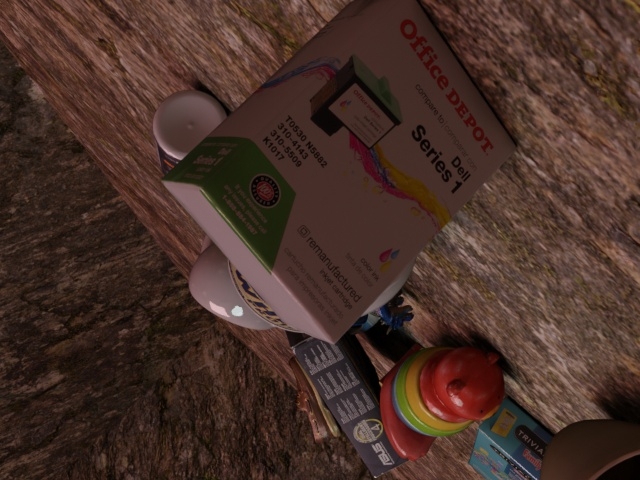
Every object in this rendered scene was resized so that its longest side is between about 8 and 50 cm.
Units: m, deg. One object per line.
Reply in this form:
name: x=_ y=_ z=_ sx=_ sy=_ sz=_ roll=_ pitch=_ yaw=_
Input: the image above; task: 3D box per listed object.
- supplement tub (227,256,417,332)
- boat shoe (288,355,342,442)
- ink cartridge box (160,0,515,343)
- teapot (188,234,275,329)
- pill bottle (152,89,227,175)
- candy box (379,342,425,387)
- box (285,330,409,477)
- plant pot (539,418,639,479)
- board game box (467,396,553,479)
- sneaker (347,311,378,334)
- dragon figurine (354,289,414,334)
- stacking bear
supplement tub: x=0.000 y=0.000 z=1.320 sx=0.235 sy=0.235 sz=0.325 roll=46 pitch=167 yaw=0
boat shoe: x=-0.022 y=0.309 z=1.891 sx=0.178 sy=0.060 sz=0.064 roll=63 pitch=-177 yaw=6
ink cartridge box: x=0.024 y=-0.074 z=0.936 sx=0.201 sy=0.278 sz=0.117 roll=51 pitch=163 yaw=-22
teapot: x=-0.156 y=0.071 z=2.173 sx=0.256 sy=0.187 sz=0.252 roll=23 pitch=-166 yaw=-18
pill bottle: x=-0.230 y=-0.170 z=1.753 sx=0.130 sy=0.130 sz=0.245 roll=45 pitch=168 yaw=4
candy box: x=0.180 y=0.287 z=1.917 sx=0.053 sy=0.109 sz=0.186 roll=39 pitch=165 yaw=29
box: x=0.034 y=0.238 z=1.971 sx=0.395 sy=0.097 sz=0.318 roll=60 pitch=-177 yaw=-33
plant pot: x=0.379 y=0.330 z=1.217 sx=0.256 sy=0.256 sz=0.274 roll=47 pitch=-177 yaw=-8
board game box: x=0.395 y=0.431 z=1.756 sx=0.254 sy=0.079 sz=0.336 roll=40 pitch=166 yaw=19
sneaker: x=0.045 y=0.092 z=1.800 sx=0.085 sy=0.086 sz=0.237 roll=35 pitch=162 yaw=45
dragon figurine: x=0.033 y=0.092 z=1.582 sx=0.085 sy=0.289 sz=0.144 roll=22 pitch=115 yaw=56
stacking bear: x=0.213 y=0.251 z=1.624 sx=0.164 sy=0.175 sz=0.289 roll=59 pitch=159 yaw=8
